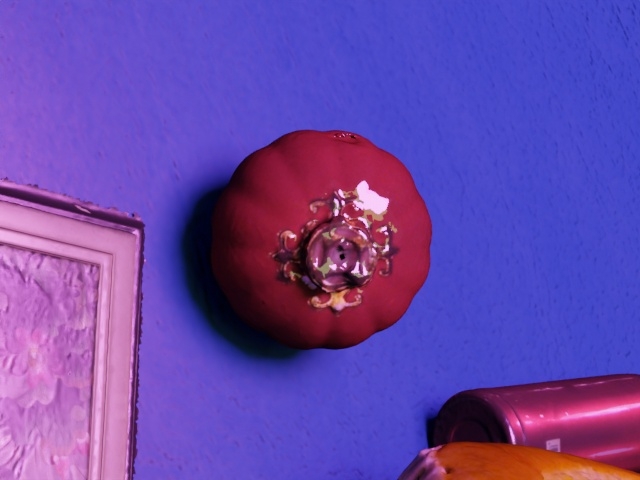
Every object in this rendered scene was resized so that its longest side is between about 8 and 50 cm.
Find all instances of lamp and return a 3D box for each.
[{"bbox_3d":[0.000,0.000,0.775,0.101,0.090,0.101,-1,96,-10],"label":"lamp"}]

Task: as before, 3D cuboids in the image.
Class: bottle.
[{"bbox_3d":[0.132,0.096,0.881,0.164,0.060,0.060,-2,78,-41],"label":"bottle"}]

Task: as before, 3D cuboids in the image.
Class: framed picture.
[{"bbox_3d":[-0.150,0.062,0.679,0.195,0.010,0.199,15,68,-37],"label":"framed picture"}]

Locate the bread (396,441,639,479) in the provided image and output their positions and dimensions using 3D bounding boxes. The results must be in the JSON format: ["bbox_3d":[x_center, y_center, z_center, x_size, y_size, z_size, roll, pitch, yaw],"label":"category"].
[{"bbox_3d":[0.147,0.183,0.788,0.288,0.119,0.152,19,26,-35],"label":"bread"}]
